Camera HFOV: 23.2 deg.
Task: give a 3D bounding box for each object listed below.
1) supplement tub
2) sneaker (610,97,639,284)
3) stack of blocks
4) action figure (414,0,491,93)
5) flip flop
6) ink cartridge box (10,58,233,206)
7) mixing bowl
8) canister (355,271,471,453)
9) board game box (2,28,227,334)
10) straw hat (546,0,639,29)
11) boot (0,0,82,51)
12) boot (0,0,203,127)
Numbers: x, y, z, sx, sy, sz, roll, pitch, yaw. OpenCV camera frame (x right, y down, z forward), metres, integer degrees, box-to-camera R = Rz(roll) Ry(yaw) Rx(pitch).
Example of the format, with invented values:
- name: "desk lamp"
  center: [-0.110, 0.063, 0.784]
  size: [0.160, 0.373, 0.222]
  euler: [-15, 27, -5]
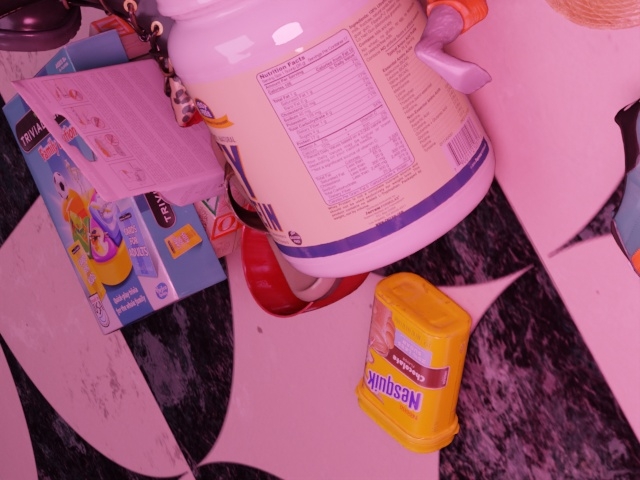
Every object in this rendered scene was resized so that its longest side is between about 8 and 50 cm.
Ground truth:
- name: "supplement tub"
  center: [0.001, -0.153, 1.482]
  size: [0.235, 0.235, 0.325]
  euler: [3, 128, 56]
- name: "sneaker"
  center: [0.316, 0.017, 1.317]
  size: [0.121, 0.108, 0.302]
  euler: [6, 107, 56]
- name: "stack of blocks"
  center: [-0.183, -0.137, 1.969]
  size: [0.297, 0.087, 0.171]
  euler: [48, 144, 28]
- name: "action figure"
  center: [0.103, -0.331, 1.303]
  size: [0.330, 0.178, 0.341]
  euler: [-110, 22, -55]
- name: "flip flop"
  center: [-0.058, -0.047, 1.684]
  size: [0.112, 0.080, 0.277]
  euler: [-54, 46, 33]
- name: "ink cartridge box"
  center: [-0.223, -0.115, 1.765]
  size: [0.189, 0.232, 0.066]
  euler: [50, 130, 17]
- name: "mixing bowl"
  center: [0.000, 0.000, 1.749]
  size: [0.181, 0.098, 0.181]
  euler: [-12, 75, 51]
- name: "canister"
  center: [0.104, 0.134, 1.733]
  size: [0.126, 0.073, 0.170]
  euler: [39, 138, 37]
- name: "board game box"
  center: [-0.270, -0.065, 1.984]
  size: [0.254, 0.079, 0.336]
  euler: [-26, 88, 58]
- name: "straw hat"
  center: [0.245, -0.247, 1.276]
  size: [0.144, 0.144, 0.061]
  euler: [104, 170, -45]
- name: "boot"
  center: [-0.369, -0.495, 1.858]
  size: [0.367, 0.146, 0.445]
  euler: [-107, 17, -54]
- name: "boot"
  center: [-0.209, -0.253, 1.711]
  size: [0.284, 0.377, 0.138]
  euler: [59, 175, 1]
